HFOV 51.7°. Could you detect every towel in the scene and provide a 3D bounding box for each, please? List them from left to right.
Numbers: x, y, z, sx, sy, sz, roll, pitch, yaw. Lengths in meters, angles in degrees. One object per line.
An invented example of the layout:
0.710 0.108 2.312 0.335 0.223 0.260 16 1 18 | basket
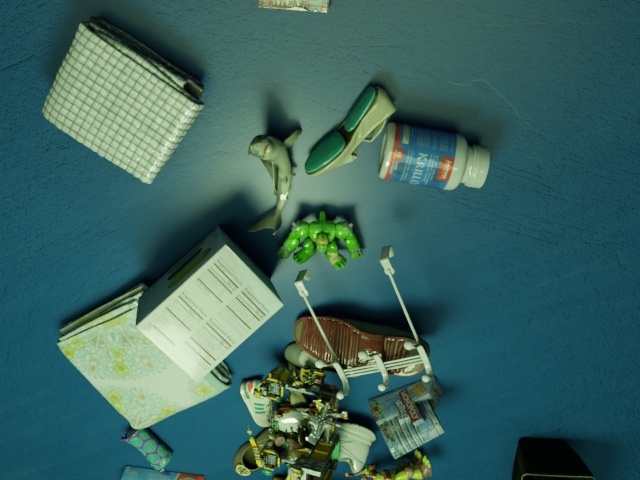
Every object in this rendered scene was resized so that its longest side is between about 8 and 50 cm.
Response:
-0.407 -0.295 1.392 0.284 0.121 0.235 32 113 -12 | towel
-0.459 0.308 1.733 0.321 0.090 0.374 -26 113 18 | towel

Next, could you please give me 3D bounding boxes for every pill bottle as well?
0.241 -0.175 1.415 0.222 0.124 0.124 9 118 -2 | pill bottle

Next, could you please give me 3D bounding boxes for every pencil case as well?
-0.494 0.592 1.894 0.070 0.064 0.151 -36 111 2 | pencil case

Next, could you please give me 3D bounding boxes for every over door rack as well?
0.092 0.201 1.503 0.240 0.108 0.324 -16 102 22 | over door rack

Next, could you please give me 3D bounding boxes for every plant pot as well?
0.615 0.646 1.809 0.188 0.167 0.188 1 119 2 | plant pot

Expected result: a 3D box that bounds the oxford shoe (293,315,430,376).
0.104 0.260 1.660 0.348 0.130 0.123 13 98 18 | oxford shoe

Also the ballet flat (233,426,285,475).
-0.169 0.601 1.885 0.084 0.058 0.250 38 113 -15 | ballet flat

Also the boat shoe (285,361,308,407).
-0.064 0.385 1.770 0.048 0.056 0.153 -8 119 -3 | boat shoe

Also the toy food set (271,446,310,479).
-0.049 0.667 1.890 0.105 0.111 0.232 17 117 -20 | toy food set

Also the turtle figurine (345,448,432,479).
0.193 0.653 1.815 0.217 0.269 0.087 -16 78 -10 | turtle figurine

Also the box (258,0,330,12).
-0.049 -0.470 1.291 0.137 0.094 0.027 5 119 0 | box

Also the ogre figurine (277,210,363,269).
0.000 0.000 1.543 0.197 0.097 0.118 14 137 12 | ogre figurine

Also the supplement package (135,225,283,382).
-0.259 0.140 1.525 0.263 0.199 0.198 -42 109 -1 | supplement package

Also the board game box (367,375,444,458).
0.241 0.447 1.734 0.194 0.194 0.060 -31 114 2 | board game box

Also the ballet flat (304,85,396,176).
0.069 -0.220 1.432 0.086 0.086 0.248 37 113 -16 | ballet flat

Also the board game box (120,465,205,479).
-0.487 0.838 2.024 0.242 0.064 0.316 8 118 -1 | board game box

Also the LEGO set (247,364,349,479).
-0.070 0.492 1.637 0.255 0.192 0.331 17 112 14 | LEGO set

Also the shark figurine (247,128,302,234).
-0.119 -0.153 1.480 0.116 0.166 0.278 19 139 21 | shark figurine

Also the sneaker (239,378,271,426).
-0.155 0.443 1.801 0.075 0.057 0.161 -18 113 18 | sneaker

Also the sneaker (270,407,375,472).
0.002 0.537 1.788 0.297 0.129 0.111 19 154 -5 | sneaker

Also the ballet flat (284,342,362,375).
0.013 0.307 1.711 0.213 0.068 0.072 11 93 -4 | ballet flat
